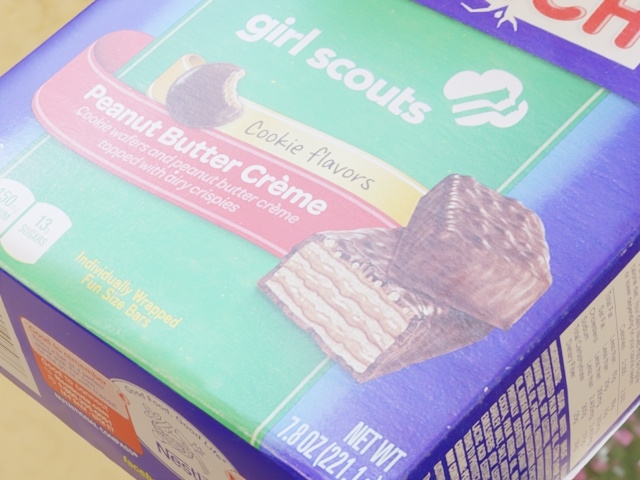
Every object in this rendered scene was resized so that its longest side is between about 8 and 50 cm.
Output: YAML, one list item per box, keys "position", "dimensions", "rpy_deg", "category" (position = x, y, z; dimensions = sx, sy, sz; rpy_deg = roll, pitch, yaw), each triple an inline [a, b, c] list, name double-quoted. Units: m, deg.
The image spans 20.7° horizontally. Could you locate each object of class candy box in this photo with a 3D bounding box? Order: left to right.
- position: [0.029, -0.030, 0.740]
  dimensions: [0.268, 0.317, 0.122]
  rpy_deg: [32, -30, 29]
  category: "candy box"
